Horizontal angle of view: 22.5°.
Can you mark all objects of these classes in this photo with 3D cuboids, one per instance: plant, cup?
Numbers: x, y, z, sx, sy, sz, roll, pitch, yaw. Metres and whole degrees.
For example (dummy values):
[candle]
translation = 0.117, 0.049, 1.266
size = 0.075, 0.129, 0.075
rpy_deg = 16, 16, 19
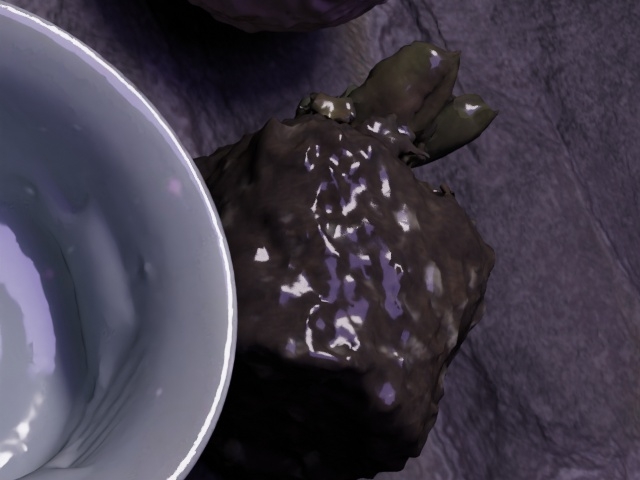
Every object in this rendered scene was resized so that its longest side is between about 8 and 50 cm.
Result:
[plant]
translation = 0.000, 0.000, 1.115
size = 0.213, 0.215, 0.312
rpy_deg = 32, 57, -29
[cup]
translation = -0.237, 0.040, 0.923
size = 0.347, 0.163, 0.347
rpy_deg = 16, 59, -28

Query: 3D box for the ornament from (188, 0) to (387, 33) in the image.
[ornament]
translation = -0.030, -0.278, 1.219
size = 0.259, 0.225, 0.259
rpy_deg = 18, 58, -32
